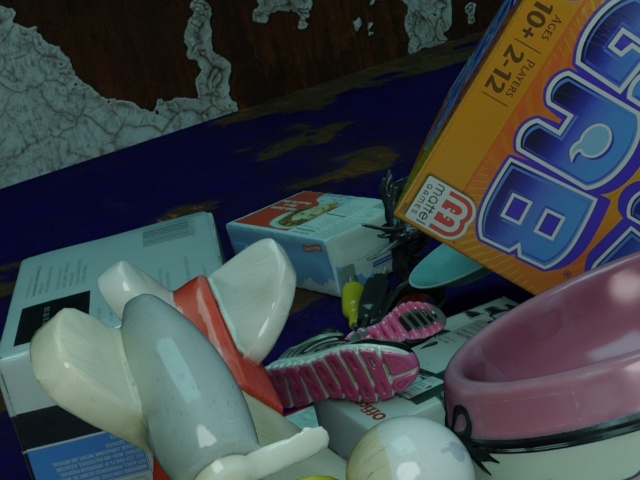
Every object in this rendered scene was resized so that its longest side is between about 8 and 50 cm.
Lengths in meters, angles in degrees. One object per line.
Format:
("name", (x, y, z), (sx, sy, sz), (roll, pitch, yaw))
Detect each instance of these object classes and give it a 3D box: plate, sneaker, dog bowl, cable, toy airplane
("plate", (0.195, 0.015, 1.665), (0.188, 0.024, 0.188), (-29, 12, 7))
("sneaker", (0.023, 0.116, 1.320), (0.170, 0.063, 0.075), (-13, 23, 32))
("sneaker", (0.076, 0.105, 1.428), (0.119, 0.057, 0.047), (-21, 59, -15))
("dog bowl", (0.283, 0.112, 1.122), (0.408, 0.150, 0.408), (-23, 6, 2))
("cable", (0.066, 0.121, 1.647), (0.139, 0.072, 0.287), (8, 35, 14))
("toy airplane", (-0.022, 0.164, 0.945), (0.272, 0.384, 0.386), (-18, 12, 24))

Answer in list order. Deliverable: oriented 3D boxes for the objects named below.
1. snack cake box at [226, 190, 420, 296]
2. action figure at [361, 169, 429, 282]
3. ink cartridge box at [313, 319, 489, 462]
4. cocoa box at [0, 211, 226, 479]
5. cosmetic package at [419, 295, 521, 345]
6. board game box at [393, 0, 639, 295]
("snack cake box", (0.000, 0.000, 1.991), (0.152, 0.089, 0.264), (-26, 20, -29))
("action figure", (0.171, -0.038, 1.859), (0.141, 0.164, 0.275), (-8, 11, 36))
("ink cartridge box", (0.115, 0.166, 1.346), (0.208, 0.087, 0.153), (-21, 17, -20))
("cocoa box", (-0.187, 0.141, 1.429), (0.231, 0.228, 0.347), (-15, 16, -4))
("cosmetic package", (0.127, 0.133, 1.492), (0.239, 0.060, 0.099), (-20, 16, -18))
("board game box", (0.340, -0.146, 1.403), (0.356, 0.356, 0.356), (30, 30, 0))
